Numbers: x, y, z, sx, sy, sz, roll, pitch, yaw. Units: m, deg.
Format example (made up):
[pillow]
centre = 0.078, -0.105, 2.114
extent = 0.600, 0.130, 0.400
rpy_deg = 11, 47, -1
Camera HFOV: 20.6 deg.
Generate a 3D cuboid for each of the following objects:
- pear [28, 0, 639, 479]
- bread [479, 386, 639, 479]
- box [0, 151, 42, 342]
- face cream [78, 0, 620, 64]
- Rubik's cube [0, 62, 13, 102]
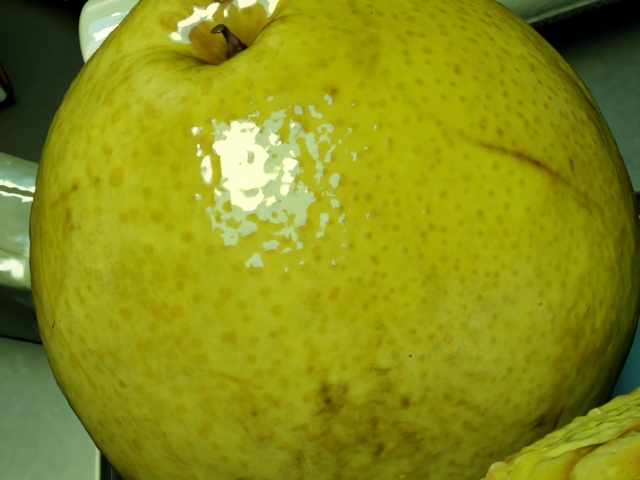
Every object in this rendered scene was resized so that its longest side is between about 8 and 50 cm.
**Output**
[pear]
centre = 0.000, 0.000, 0.590
extent = 0.208, 0.209, 0.209
rpy_deg = -3, 66, 8
[bread]
centre = 0.160, 0.140, 0.489
extent = 0.184, 0.110, 0.234
rpy_deg = -21, 89, -32
[box]
centre = -0.124, 0.002, 0.680
extent = 0.063, 0.085, 0.060
rpy_deg = 15, 69, 9
[face cream]
centre = 0.025, -0.116, 0.698
extent = 0.251, 0.101, 0.101
rpy_deg = -18, 65, 1
[Rubik's cube]
centre = -0.237, -0.114, 0.708
extent = 0.151, 0.155, 0.154
rpy_deg = -29, 65, -4
